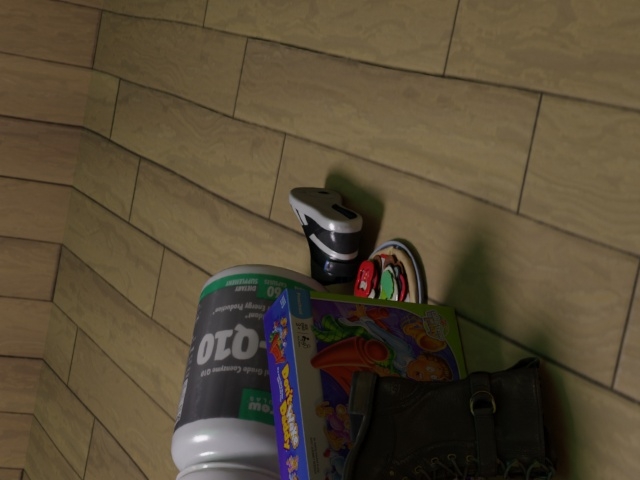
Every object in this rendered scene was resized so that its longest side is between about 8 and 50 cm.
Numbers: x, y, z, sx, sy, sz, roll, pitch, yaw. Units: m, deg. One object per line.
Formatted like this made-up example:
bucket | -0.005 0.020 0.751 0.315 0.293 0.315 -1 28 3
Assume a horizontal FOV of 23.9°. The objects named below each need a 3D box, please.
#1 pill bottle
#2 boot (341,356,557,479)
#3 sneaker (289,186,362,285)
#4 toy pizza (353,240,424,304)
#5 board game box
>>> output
pill bottle | -0.095 0.233 2.099 0.204 0.204 0.361 -46 30 52
boot | 0.142 0.243 1.638 0.091 0.229 0.263 80 -168 -62
sneaker | 0.000 0.000 2.193 0.217 0.079 0.121 -133 44 -68
toy pizza | 0.080 0.099 2.043 0.201 0.032 0.201 -172 90 -66
board game box | 0.068 0.235 1.787 0.078 0.233 0.347 129 141 -50
